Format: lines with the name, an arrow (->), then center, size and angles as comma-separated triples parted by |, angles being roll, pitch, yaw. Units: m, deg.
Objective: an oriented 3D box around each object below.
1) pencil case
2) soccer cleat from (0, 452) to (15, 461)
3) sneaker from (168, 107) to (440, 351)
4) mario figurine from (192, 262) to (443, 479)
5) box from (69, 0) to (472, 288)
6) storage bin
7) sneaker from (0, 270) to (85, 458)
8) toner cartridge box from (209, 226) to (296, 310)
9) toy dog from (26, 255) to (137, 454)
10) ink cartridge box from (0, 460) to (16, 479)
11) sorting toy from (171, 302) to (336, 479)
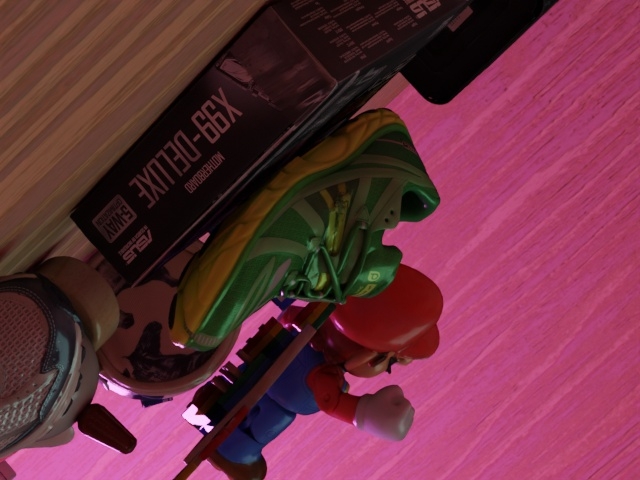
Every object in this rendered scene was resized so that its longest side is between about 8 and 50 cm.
pencil case -> -0.177, 0.090, 1.721 | 0.183, 0.160, 0.410 | -39, 179, -9
soccer cleat -> -0.352, 0.196, 2.045 | 0.095, 0.083, 0.248 | -52, 173, 32
sneaker -> 0.000, 0.000, 1.280 | 0.295, 0.123, 0.109 | -40, 178, -39
mario figurine -> 0.018, 0.146, 1.803 | 0.320, 0.198, 0.170 | -38, 171, 28
box -> -0.028, -0.110, 1.283 | 0.242, 0.076, 0.307 | -42, 179, 30
storage bin -> 0.135, -0.225, 1.511 | 0.084, 0.122, 0.180 | -42, 179, -43
sneaker -> -0.277, 0.135, 1.142 | 0.283, 0.110, 0.122 | -43, 176, 17
toner cartridge box -> -0.035, -0.038, 1.768 | 0.075, 0.165, 0.348 | -42, 179, 14
toy dog -> -0.255, 0.156, 1.347 | 0.220, 0.161, 0.333 | -42, 179, -29
ink cartridge box -> -0.488, 0.332, 2.132 | 0.153, 0.087, 0.208 | -42, 180, -1
sorting toy -> -0.084, 0.145, 1.611 | 0.132, 0.046, 0.274 | -47, -179, 36
